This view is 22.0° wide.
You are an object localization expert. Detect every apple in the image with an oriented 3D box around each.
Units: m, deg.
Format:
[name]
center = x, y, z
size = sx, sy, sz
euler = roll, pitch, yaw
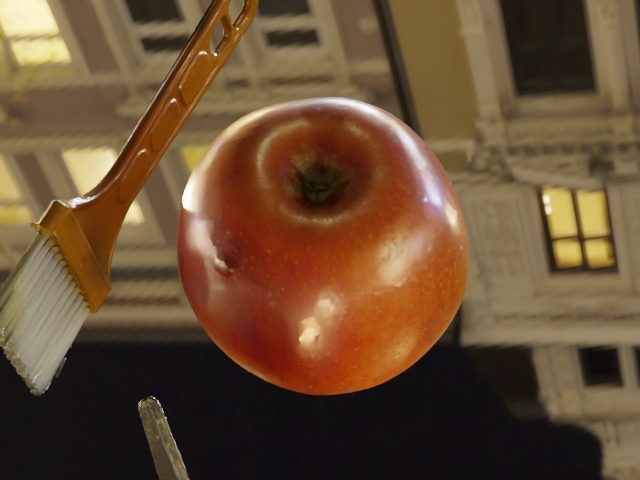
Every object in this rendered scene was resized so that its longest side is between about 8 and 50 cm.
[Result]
[apple]
center = 0.000, 0.000, 0.911
size = 0.163, 0.139, 0.163
euler = 0, -133, 0

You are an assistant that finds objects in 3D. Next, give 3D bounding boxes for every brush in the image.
[brush]
center = -0.111, -0.053, 1.013
size = 0.017, 0.090, 0.314
euler = 16, -120, 24

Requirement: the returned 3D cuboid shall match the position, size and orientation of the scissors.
[scissors]
center = -0.114, 0.294, 1.573
size = 0.160, 0.318, 0.024
euler = -11, -167, 25
